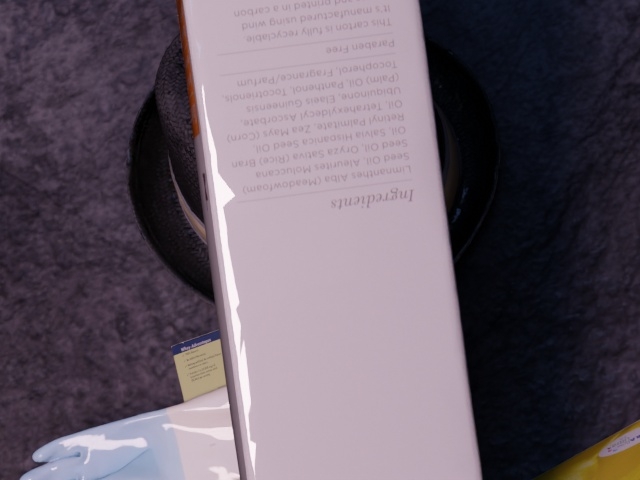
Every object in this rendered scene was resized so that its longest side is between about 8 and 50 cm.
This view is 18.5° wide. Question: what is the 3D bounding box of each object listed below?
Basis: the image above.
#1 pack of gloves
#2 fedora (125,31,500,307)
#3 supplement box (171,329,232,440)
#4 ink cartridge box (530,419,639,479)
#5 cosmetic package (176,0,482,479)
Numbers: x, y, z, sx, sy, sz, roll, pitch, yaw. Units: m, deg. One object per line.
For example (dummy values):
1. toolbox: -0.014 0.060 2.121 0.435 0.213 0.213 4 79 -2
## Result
1. pack of gloves: -0.119 0.228 1.525 0.232 0.046 0.195 -18 82 8
2. fedora: -0.024 -0.090 1.617 0.334 0.152 0.334 -7 65 14
3. supplement box: -0.066 0.118 1.588 0.083 0.056 0.083 -20 62 7
4. ink cartridge box: 0.156 0.261 1.345 0.303 0.307 0.072 -28 105 2
5. cosmetic package: 0.000 0.000 1.401 0.161 0.230 0.453 -8 91 -5
